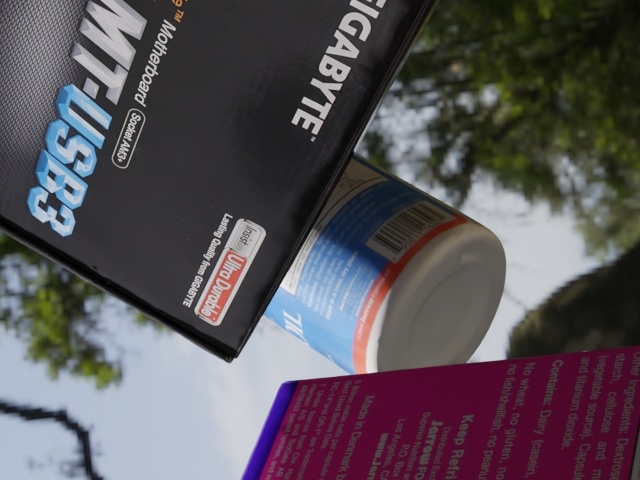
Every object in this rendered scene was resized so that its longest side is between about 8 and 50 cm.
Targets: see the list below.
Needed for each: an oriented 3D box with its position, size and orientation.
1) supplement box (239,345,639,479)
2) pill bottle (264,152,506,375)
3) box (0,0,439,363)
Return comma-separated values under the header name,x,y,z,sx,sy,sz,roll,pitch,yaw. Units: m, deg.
name,x,y,z,sx,sy,sz,roll,pitch,yaw
supplement box,0.085,0.114,0.529,0.111,0.220,0.114,63,-146,-33
pill bottle,0.000,0.000,1.010,0.221,0.124,0.124,32,151,34
box,-0.111,-0.112,0.751,0.073,0.293,0.295,-58,-1,-44
